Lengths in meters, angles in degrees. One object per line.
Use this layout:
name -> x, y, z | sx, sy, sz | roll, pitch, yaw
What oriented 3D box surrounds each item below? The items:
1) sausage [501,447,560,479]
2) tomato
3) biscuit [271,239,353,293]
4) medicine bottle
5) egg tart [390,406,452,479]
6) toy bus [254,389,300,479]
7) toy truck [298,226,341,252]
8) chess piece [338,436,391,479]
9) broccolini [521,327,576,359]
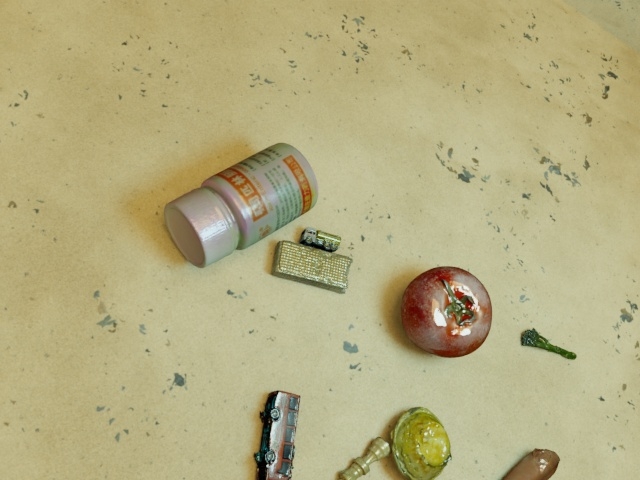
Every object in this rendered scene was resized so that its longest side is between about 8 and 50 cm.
sausage -> 0.538, 0.730, 1.764 | 0.419, 0.094, 0.094 | -29, 80, -28
tomato -> 0.363, 0.208, 1.807 | 0.270, 0.227, 0.270 | 3, 75, -12
biscuit -> -0.020, 0.075, 1.792 | 0.239, 0.062, 0.108 | 16, 66, -17
medicine bottle -> -0.212, -0.099, 1.687 | 0.388, 0.219, 0.219 | -32, 85, -28
egg tart -> 0.288, 0.564, 1.704 | 0.213, 0.090, 0.212 | 16, 60, -29
toy bus -> -0.110, 0.509, 1.591 | 0.096, 0.073, 0.234 | 16, 65, -24
toy truck -> 0.000, 0.000, 1.833 | 0.123, 0.052, 0.062 | 17, 61, -17
chess piece -> 0.113, 0.603, 1.657 | 0.172, 0.060, 0.060 | -33, 86, -26
broccolini -> 0.753, 0.343, 2.031 | 0.216, 0.058, 0.067 | 20, 106, -23
